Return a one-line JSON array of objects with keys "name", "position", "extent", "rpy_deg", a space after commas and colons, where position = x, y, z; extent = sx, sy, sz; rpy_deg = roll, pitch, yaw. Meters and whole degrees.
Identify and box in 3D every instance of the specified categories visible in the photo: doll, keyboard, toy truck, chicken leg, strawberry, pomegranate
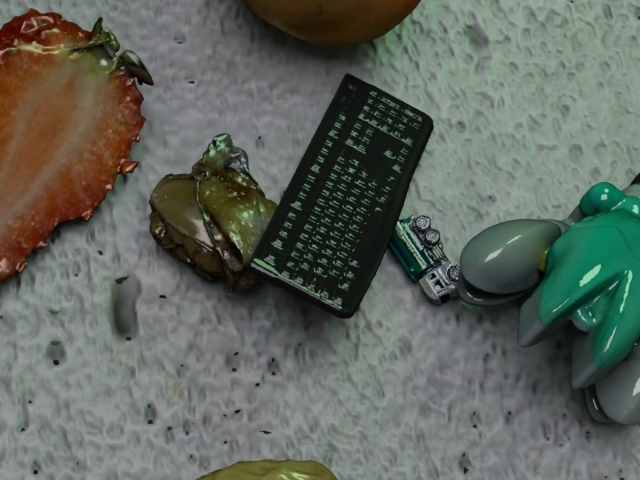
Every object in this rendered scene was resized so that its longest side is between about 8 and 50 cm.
[{"name": "doll", "position": [0.241, 0.049, 1.386], "extent": [0.258, 0.153, 0.195], "rpy_deg": [-13, 57, -38]}, {"name": "keyboard", "position": [0.004, -0.007, 1.363], "extent": [0.103, 0.041, 0.381], "rpy_deg": [27, 50, -2]}, {"name": "toy truck", "position": [0.091, 0.016, 1.430], "extent": [0.044, 0.039, 0.083], "rpy_deg": [-32, 73, 0]}, {"name": "chicken leg", "position": [-0.049, -0.003, 1.403], "extent": [0.196, 0.080, 0.125], "rpy_deg": [31, 58, 4]}, {"name": "strawberry", "position": [-0.259, -0.088, 1.404], "extent": [0.236, 0.107, 0.175], "rpy_deg": [-38, 113, -18]}, {"name": "pomegranate", "position": [0.006, -0.272, 1.447], "extent": [0.209, 0.209, 0.209], "rpy_deg": [2, 68, -6]}]

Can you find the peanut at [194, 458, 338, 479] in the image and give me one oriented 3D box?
[{"name": "peanut", "position": [-0.056, 0.273, 1.263], "extent": [0.197, 0.110, 0.233], "rpy_deg": [40, 67, -1]}]
